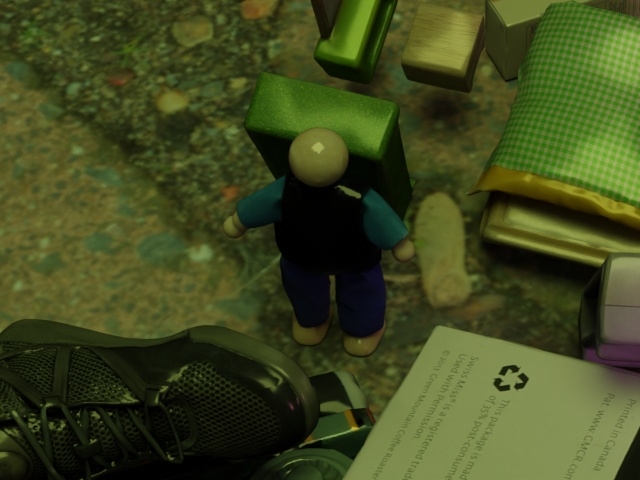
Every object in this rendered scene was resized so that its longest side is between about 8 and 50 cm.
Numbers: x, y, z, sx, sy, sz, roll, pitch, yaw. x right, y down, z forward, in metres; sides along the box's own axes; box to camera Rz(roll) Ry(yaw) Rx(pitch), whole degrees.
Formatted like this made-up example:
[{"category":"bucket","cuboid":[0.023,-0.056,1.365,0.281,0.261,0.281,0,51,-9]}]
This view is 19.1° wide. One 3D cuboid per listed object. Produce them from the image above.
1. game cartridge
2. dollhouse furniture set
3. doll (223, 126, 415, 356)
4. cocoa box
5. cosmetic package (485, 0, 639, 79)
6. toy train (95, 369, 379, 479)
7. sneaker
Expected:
[{"category":"game cartridge","cuboid":[0.268,0.051,1.095,0.230,0.355,0.068,8,86,7]},{"category":"dollhouse furniture set","cuboid":[0.130,-0.103,1.300,0.302,0.151,0.197,14,73,14]},{"category":"doll","cuboid":[0.000,0.000,1.233,0.129,0.189,0.046,11,52,12]},{"category":"cocoa box","cuboid":[0.102,0.259,0.971,0.231,0.228,0.347,14,52,27]},{"category":"cosmetic package","cuboid":[0.184,-0.170,1.447,0.115,0.060,0.041,-17,50,-12]},{"category":"toy train","cuboid":[-0.103,0.172,1.140,0.334,0.142,0.190,-15,41,-9]},{"category":"sneaker","cuboid":[-0.116,0.106,1.053,0.228,0.087,0.130,4,33,28]}]
